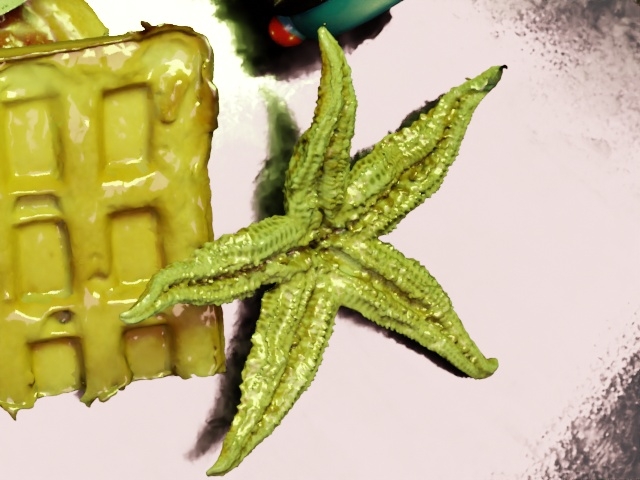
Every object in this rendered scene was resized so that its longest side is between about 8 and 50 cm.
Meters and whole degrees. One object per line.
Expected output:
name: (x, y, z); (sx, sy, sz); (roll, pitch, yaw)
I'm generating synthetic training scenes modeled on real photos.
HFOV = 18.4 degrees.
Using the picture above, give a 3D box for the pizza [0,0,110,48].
pizza: (-0.322, -0.145, 1.537); (0.290, 0.081, 0.228); (18, 85, -10)

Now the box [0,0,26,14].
box: (-0.276, -0.277, 1.421); (0.226, 0.226, 0.149); (-33, 67, -9)

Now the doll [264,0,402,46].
doll: (-0.033, -0.312, 1.494); (0.240, 0.284, 0.310); (-36, 105, -7)

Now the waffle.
waffle: (-0.247, -0.011, 1.503); (0.348, 0.077, 0.304); (-7, 106, -10)

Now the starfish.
starfish: (-0.003, -0.001, 1.528); (0.358, 0.078, 0.347); (-5, 109, -31)
